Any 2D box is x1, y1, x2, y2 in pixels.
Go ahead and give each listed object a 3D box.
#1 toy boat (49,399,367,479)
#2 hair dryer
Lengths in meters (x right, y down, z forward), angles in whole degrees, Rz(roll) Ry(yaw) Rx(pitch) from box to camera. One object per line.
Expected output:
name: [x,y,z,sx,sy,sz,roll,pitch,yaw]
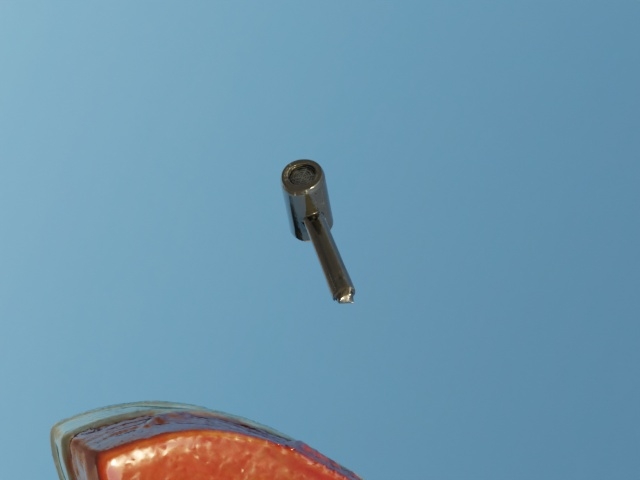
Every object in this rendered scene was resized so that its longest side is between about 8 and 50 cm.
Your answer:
toy boat: [-0.047,0.214,0.886,0.145,0.332,0.133,-64,-164,-14]
hair dryer: [0.000,0.000,0.652,0.026,0.047,0.083,-17,-126,-3]
